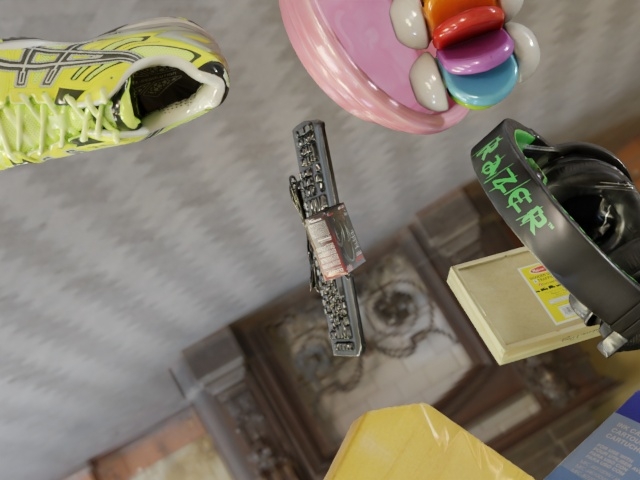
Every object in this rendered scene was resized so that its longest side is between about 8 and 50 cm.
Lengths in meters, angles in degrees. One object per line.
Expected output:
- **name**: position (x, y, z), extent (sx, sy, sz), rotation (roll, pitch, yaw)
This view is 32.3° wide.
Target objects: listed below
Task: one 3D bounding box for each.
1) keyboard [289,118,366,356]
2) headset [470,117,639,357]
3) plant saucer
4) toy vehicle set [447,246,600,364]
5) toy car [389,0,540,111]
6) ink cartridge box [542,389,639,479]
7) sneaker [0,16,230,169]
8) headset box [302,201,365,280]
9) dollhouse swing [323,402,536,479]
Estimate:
- **keyboard**: position (0.000, 0.000, 1.503), extent (0.033, 0.317, 0.201), rotation (-9, 177, -13)
- **headset**: position (0.314, -0.008, 1.122), extent (0.185, 0.243, 0.394), rotation (-42, 138, 19)
- **plant saucer**: position (0.065, -0.277, 1.407), extent (0.084, 0.332, 0.332), rotation (-28, 170, 38)
- **toy vehicle set**: position (0.343, 0.077, 1.624), extent (0.266, 0.166, 0.035), rotation (-14, 140, -17)
- **toy car**: position (0.177, -0.236, 1.299), extent (0.159, 0.182, 0.136), rotation (-19, -161, 1)
- **ink cartridge box**: position (0.349, 0.366, 1.286), extent (0.395, 0.151, 0.270), rotation (-36, 133, -29)
- **sneaker**: position (-0.285, -0.163, 1.252), extent (0.384, 0.145, 0.147), rotation (-22, -152, -14)
- **headset box**: position (0.018, 0.005, 1.260), extent (0.032, 0.083, 0.062), rotation (-19, -176, 26)
- **dollhouse swing**: position (0.046, 0.363, 0.865), extent (0.315, 0.346, 0.305), rotation (-50, -173, 39)
